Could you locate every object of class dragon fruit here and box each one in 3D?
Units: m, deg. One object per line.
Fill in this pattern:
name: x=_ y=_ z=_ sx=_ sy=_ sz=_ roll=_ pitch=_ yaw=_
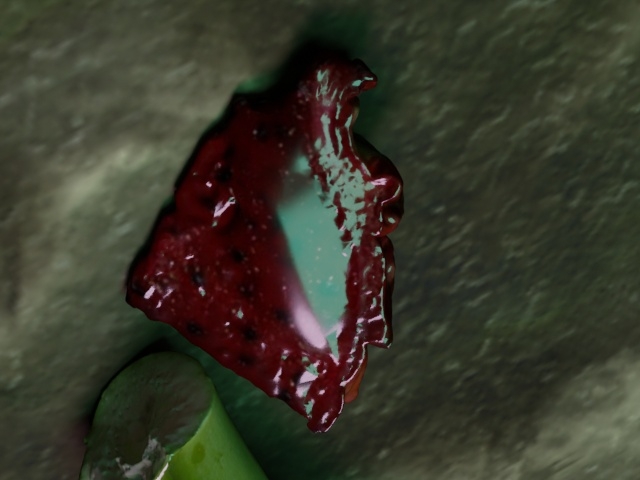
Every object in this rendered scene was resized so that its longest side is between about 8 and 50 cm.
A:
dragon fruit: x=0.001 y=0.003 z=0.678 sx=0.097 sy=0.063 sz=0.131 roll=13 pitch=118 yaw=-36

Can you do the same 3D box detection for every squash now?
squash: x=-0.022 y=0.142 z=0.773 sx=0.083 sy=0.083 sz=0.250 roll=-35 pitch=131 yaw=0
